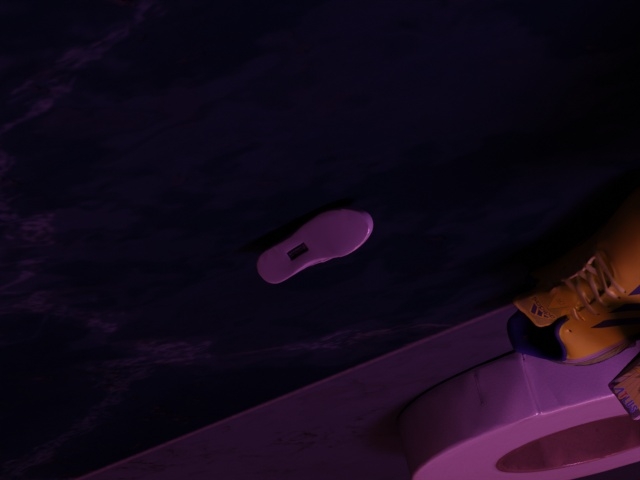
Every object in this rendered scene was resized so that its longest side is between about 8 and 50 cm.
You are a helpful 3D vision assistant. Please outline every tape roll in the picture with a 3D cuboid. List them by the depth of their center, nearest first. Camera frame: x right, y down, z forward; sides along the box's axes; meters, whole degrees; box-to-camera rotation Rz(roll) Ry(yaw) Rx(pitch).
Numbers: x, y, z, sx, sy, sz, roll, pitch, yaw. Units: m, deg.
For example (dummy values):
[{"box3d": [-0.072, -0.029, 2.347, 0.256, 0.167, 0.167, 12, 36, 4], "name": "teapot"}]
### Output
[{"box3d": [0.274, 0.177, 2.067, 0.392, 0.072, 0.392, -12, 162, -4], "name": "tape roll"}]

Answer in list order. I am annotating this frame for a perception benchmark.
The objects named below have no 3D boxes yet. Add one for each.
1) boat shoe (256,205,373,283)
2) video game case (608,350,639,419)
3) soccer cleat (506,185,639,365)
[{"box3d": [0.000, 0.000, 1.427, 0.100, 0.035, 0.035, -30, -177, 32], "name": "boat shoe"}, {"box3d": [0.341, 0.049, 1.592, 0.210, 0.042, 0.232, -38, 174, 20], "name": "video game case"}, {"box3d": [0.220, 0.038, 1.591, 0.121, 0.093, 0.289, -8, 161, -10], "name": "soccer cleat"}]
